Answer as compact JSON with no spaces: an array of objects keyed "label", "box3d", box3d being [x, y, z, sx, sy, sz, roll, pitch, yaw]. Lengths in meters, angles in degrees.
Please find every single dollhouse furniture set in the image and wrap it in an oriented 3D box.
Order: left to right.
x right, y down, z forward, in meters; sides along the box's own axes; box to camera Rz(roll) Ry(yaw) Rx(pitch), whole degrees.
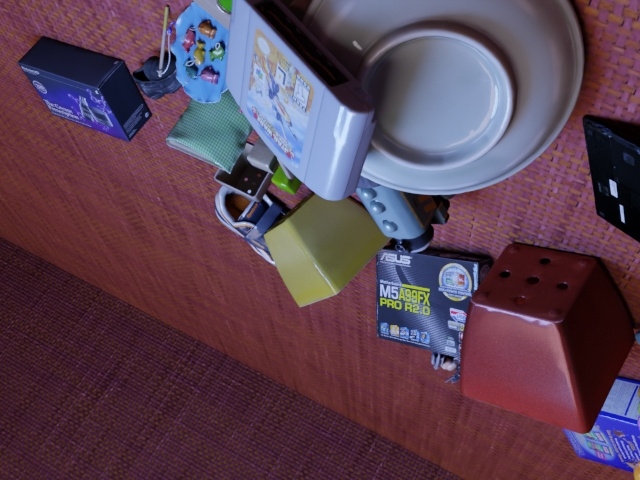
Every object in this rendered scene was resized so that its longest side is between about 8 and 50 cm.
[{"label":"dollhouse furniture set","box3d":[-0.147,-0.240,1.426,0.302,0.197,0.151,24,164,20]}]

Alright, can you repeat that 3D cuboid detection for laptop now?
[{"label":"laptop","box3d":[0.543,-0.084,1.142,0.264,0.137,0.234,45,169,44]}]

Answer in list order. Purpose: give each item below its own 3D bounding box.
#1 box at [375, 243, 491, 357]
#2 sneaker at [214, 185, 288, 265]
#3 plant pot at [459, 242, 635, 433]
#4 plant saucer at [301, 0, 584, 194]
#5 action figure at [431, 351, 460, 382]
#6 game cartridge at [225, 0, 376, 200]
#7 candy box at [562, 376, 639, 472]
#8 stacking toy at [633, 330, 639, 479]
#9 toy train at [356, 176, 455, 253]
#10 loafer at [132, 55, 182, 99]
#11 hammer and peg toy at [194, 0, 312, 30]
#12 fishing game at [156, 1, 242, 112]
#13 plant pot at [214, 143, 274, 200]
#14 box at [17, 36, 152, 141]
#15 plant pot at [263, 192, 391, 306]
[{"label":"box","box3d":[0.243,0.131,1.692,0.270,0.060,0.216,9,106,42]},{"label":"sneaker","box3d":[-0.129,-0.030,1.901,0.321,0.126,0.127,30,161,10]},{"label":"plant pot","box3d":[0.420,0.161,1.475,0.267,0.267,0.235,12,137,38]},{"label":"plant saucer","box3d":[0.154,-0.208,1.051,0.401,0.100,0.400,6,129,7]},{"label":"action figure","box3d":[0.285,0.221,1.828,0.285,0.185,0.099,41,124,14]},{"label":"game cartridge","box3d":[-0.040,-0.202,1.081,0.297,0.062,0.198,50,145,26]},{"label":"candy box","box3d":[0.723,0.431,1.761,0.317,0.122,0.268,10,146,43]},{"label":"stacking toy","box3d":[0.648,0.323,1.428,0.175,0.301,0.166,46,152,-26]},{"label":"toy train","box3d":[0.126,-0.126,1.334,0.142,0.190,0.334,6,145,39]},{"label":"loafer","box3d":[-0.332,-0.348,1.606,0.078,0.076,0.223,36,160,-27]},{"label":"hammer and peg toy","box3d":[-0.068,-0.373,1.188,0.361,0.127,0.266,38,154,-13]},{"label":"fishing game","box3d":[-0.219,-0.343,1.405,0.264,0.041,0.189,33,121,34]},{"label":"plant pot","box3d":[-0.161,-0.147,1.756,0.109,0.109,0.096,26,167,14]},{"label":"box","box3d":[-0.557,-0.359,1.827,0.261,0.103,0.184,20,150,25]},{"label":"plant pot","box3d":[0.000,0.000,1.734,0.187,0.212,0.212,49,153,-6]}]
